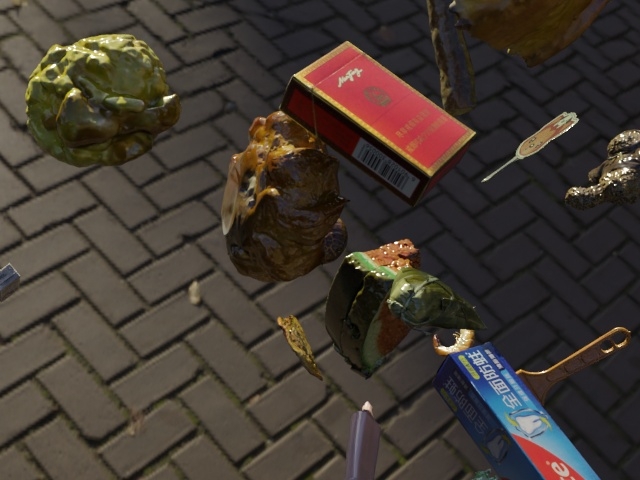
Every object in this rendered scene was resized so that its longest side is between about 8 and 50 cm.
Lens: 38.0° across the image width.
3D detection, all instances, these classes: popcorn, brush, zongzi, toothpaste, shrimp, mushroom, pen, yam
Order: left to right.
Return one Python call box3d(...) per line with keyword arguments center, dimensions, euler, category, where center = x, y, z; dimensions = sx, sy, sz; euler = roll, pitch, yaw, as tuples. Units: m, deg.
box3d(center=(-0.356, -0.227, 1.556), dimensions=(0.251, 0.206, 0.237), euler=(20, 51, 30), category="popcorn")
box3d(center=(-0.003, -0.004, 1.997), dimensions=(0.109, 0.085, 0.126), euler=(7, 62, 33), category="mushroom")
box3d(center=(0.062, 0.298, 1.362), dimensions=(0.053, 0.032, 0.197), euler=(46, 24, -14), category="pen")
box3d(center=(0.129, 0.077, 0.994), dimensions=(0.119, 0.055, 0.109), euler=(28, 12, 3), category="zongzi")
box3d(center=(0.207, -0.341, 1.528), dimensions=(0.061, 0.061, 0.274), euler=(-9, 87, -27), category="yam")
box3d(center=(0.275, 0.182, 1.866), dimensions=(0.091, 0.025, 0.127), euler=(3, 49, 37), category="shrimp")
box3d(center=(0.255, 0.261, 1.088), dimensions=(0.076, 0.066, 0.320), euler=(-11, 49, -34), category="toothpaste")
box3d(center=(0.499, 0.268, 1.916), dimensions=(0.090, 0.314, 0.017), euler=(57, 14, 0), category="brush")

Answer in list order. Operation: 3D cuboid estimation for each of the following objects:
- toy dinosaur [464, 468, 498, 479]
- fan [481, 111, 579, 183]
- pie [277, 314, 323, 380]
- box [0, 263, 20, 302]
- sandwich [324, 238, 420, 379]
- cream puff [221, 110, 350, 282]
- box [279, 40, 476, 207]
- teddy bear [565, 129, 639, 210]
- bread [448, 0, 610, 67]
box3d(center=(0.261, 0.398, 1.551), dimensions=(0.062, 0.083, 0.021), euler=(-8, 79, -27), category="toy dinosaur")
box3d(center=(0.401, -0.177, 1.791), dimensions=(0.009, 0.220, 0.132), euler=(51, 8, -11), category="fan")
box3d(center=(-0.048, 0.211, 1.927), dimensions=(0.092, 0.034, 0.170), euler=(39, 18, -45), category="pie")
box3d(center=(-0.633, 0.086, 1.866), dimensions=(0.050, 0.117, 0.036), euler=(-41, 91, -23), category="box")
box3d(center=(0.101, 0.100, 1.593), dimensions=(0.212, 0.292, 0.109), euler=(-43, 66, -12), category="sandwich")
box3d(center=(-0.063, -0.058, 1.402), dimensions=(0.154, 0.269, 0.241), euler=(3, 28, -21), category="cream puff")
box3d(center=(0.081, -0.167, 1.308), dimensions=(0.239, 0.074, 0.153), euler=(38, 48, 10), category="box")
box3d(center=(0.420, -0.089, 1.296), dimensions=(0.078, 0.119, 0.160), euler=(50, 54, -13), category="teddy bear")
box3d(center=(0.184, -0.349, 0.851), dimensions=(0.194, 0.179, 0.340), euler=(-9, 78, -57), category="bread")
